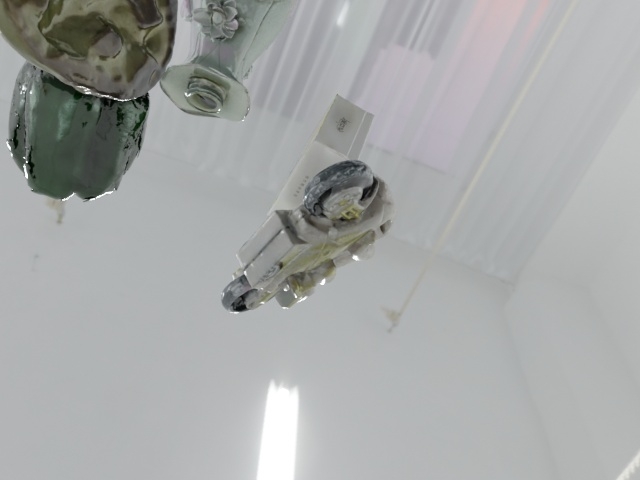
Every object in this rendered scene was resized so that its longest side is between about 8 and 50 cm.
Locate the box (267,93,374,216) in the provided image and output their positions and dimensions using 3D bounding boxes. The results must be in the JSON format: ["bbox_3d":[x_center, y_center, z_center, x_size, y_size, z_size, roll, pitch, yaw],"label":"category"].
[{"bbox_3d":[0.001,-0.167,1.630,0.111,0.260,0.194,31,-137,-9],"label":"box"}]

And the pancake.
[{"bbox_3d":[-0.272,-0.300,0.847,0.050,0.294,0.294,-7,-166,29],"label":"pancake"}]

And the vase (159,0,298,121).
[{"bbox_3d":[-0.182,-0.467,1.545,0.250,0.250,0.445,19,-114,-9],"label":"vase"}]

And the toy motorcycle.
[{"bbox_3d":[0.000,0.000,1.038,0.223,0.340,0.107,-6,-121,-45],"label":"toy motorcycle"}]

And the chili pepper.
[{"bbox_3d":[-0.455,-0.209,1.368,0.249,0.256,0.233,12,-164,-17],"label":"chili pepper"}]
